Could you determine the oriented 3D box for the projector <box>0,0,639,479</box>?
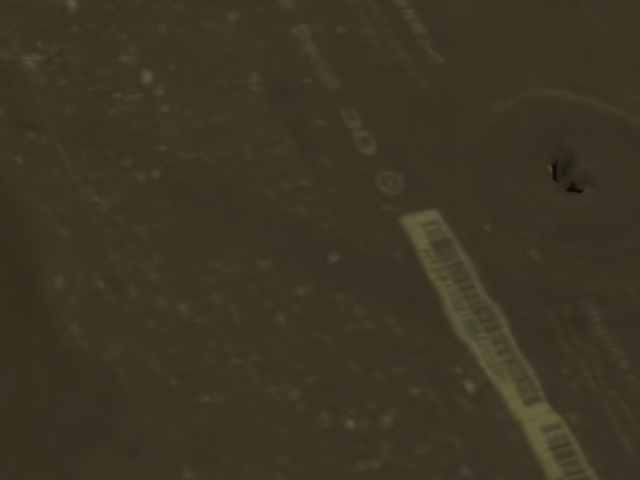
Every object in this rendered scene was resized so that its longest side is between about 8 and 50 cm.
[{"bbox_3d":[0.043,0.041,0.564,0.405,0.242,0.395,-16,-118,-23],"label":"projector"}]
